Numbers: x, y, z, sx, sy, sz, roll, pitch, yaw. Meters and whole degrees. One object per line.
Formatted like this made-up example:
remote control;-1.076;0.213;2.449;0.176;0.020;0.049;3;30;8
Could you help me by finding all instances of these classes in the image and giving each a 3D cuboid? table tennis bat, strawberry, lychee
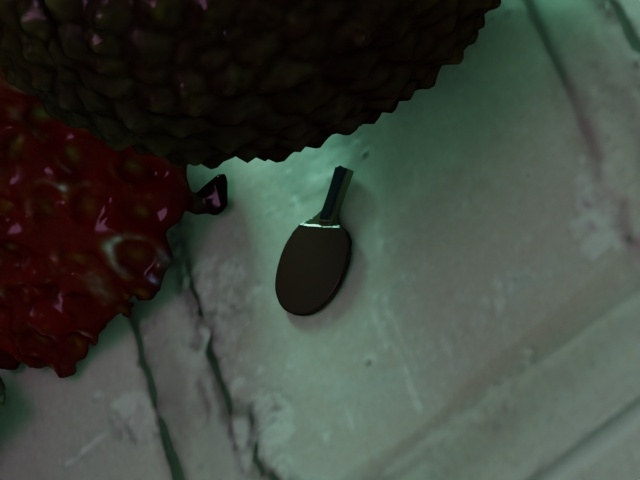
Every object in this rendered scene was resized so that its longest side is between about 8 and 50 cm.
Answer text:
table tennis bat;0.000;0.000;1.052;0.050;0.007;0.083;8;75;47
strawberry;-0.191;-0.043;1.143;0.234;0.178;0.234;-21;60;40
lychee;-0.044;-0.153;0.988;0.267;0.267;0.267;-23;53;34

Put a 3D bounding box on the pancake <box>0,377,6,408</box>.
pancake;-0.305;0.133;1.149;0.253;0.037;0.253;-16;25;8
